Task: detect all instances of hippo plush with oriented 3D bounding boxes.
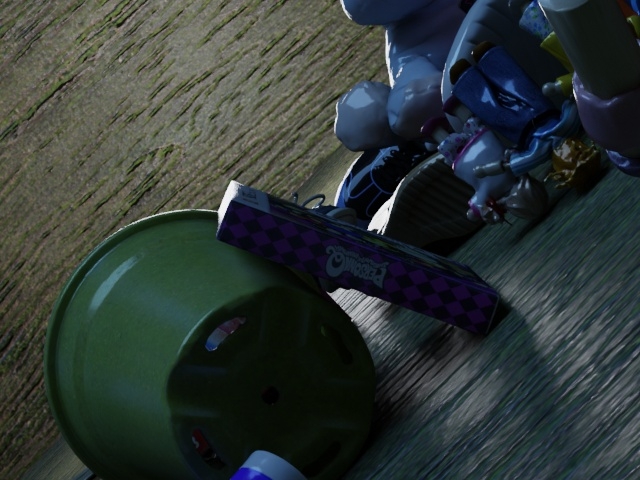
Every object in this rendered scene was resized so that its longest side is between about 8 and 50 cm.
[{"bbox_3d":[0.140,-0.230,2.022,0.234,0.236,0.294,-11,-2,28],"label":"hippo plush"}]

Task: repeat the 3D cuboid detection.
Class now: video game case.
[{"bbox_3d":[0.025,0.011,1.572,0.210,0.232,0.041,-109,39,-84],"label":"video game case"}]

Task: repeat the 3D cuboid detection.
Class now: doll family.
[{"bbox_3d":[0.203,-0.128,1.627,0.263,0.163,0.118,-47,-26,5],"label":"doll family"}]

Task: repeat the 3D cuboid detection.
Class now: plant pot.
[{"bbox_3d":[-0.077,0.118,1.605,0.276,0.276,0.254,-48,18,-10],"label":"plant pot"}]

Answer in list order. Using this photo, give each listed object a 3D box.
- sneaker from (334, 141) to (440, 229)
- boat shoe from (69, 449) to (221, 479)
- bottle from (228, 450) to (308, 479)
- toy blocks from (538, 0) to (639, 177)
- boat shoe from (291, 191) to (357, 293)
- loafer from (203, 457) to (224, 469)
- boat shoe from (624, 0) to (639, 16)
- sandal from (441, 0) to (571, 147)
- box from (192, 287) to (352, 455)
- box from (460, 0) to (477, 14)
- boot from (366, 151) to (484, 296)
[{"bbox_3d":[0.107,-0.109,2.237,0.232,0.081,0.090,-48,-1,-20],"label":"sneaker"},{"bbox_3d":[-0.214,0.284,1.978,0.324,0.122,0.120,-51,11,-32],"label":"boat shoe"},{"bbox_3d":[-0.109,0.280,1.378,0.283,0.092,0.118,-50,5,-24],"label":"bottle"},{"bbox_3d":[0.303,-0.190,1.205,0.309,0.260,0.288,-20,45,17],"label":"toy blocks"},{"bbox_3d":[0.000,0.000,1.993,0.254,0.079,0.095,6,-75,-79],"label":"boat shoe"},{"bbox_3d":[-0.178,0.288,1.807,0.102,0.092,0.268,-5,14,33],"label":"loafer"},{"bbox_3d":[0.295,-0.222,1.803,0.089,0.109,0.258,-48,3,28],"label":"boat shoe"},{"bbox_3d":[0.228,-0.224,1.887,0.102,0.169,0.416,-14,30,49],"label":"sandal"},{"bbox_3d":[-0.095,0.107,1.957,0.154,0.142,0.300,-45,-4,14],"label":"box"},{"bbox_3d":[0.237,-0.309,2.591,0.247,0.142,0.163,-49,5,-30],"label":"box"},{"bbox_3d":[0.131,-0.063,1.962,0.248,0.090,0.207,-47,7,36],"label":"boot"}]
